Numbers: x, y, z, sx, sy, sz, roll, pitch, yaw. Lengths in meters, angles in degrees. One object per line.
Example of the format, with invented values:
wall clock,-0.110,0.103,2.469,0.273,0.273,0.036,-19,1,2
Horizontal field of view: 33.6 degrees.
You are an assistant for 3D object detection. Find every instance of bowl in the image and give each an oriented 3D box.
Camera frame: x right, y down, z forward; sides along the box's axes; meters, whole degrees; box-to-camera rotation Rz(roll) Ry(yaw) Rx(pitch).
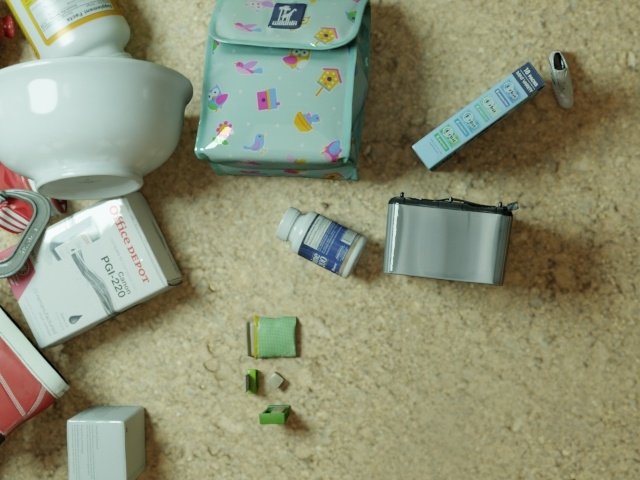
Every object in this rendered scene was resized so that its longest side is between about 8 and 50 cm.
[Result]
bowl,-0.313,-0.134,1.423,0.297,0.298,0.134,-8,80,8

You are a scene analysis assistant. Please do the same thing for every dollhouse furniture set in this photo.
dollhouse furniture set,-0.073,0.185,1.529,0.076,0.058,0.152,-2,92,7

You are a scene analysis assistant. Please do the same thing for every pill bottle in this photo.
pill bottle,-0.358,-0.318,1.512,0.136,0.136,0.246,-30,88,8
pill bottle,0.000,0.000,1.509,0.120,0.067,0.067,27,95,6

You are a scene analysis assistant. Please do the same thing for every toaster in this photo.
toaster,0.173,-0.001,1.427,0.168,0.185,0.110,5,88,7

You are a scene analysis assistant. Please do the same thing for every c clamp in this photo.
c clamp,-0.465,-0.013,1.505,0.137,0.022,0.161,25,70,16

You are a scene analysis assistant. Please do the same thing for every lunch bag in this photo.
lunch bag,-0.045,-0.225,1.465,0.223,0.160,0.263,4,81,11

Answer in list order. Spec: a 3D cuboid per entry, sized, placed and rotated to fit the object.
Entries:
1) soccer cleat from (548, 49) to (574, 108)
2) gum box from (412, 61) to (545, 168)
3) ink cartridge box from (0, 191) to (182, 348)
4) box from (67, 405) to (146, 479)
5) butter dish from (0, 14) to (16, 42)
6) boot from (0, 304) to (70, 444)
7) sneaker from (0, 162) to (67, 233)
soccer cleat,0.334,-0.225,1.471,0.029,0.035,0.083,-10,90,8
gum box,0.211,-0.163,1.429,0.184,0.157,0.041,-37,88,7
ink cartridge box,-0.334,0.041,1.544,0.217,0.092,0.159,-27,88,6
box,-0.310,0.299,1.544,0.087,0.101,0.102,-1,93,8
butter dish,-0.504,-0.308,1.543,0.118,0.160,0.160,-8,91,-15
boot,-0.498,0.173,1.492,0.176,0.088,0.244,-40,83,-11
sneaker,-0.480,-0.111,1.562,0.128,0.087,0.221,-29,87,6
